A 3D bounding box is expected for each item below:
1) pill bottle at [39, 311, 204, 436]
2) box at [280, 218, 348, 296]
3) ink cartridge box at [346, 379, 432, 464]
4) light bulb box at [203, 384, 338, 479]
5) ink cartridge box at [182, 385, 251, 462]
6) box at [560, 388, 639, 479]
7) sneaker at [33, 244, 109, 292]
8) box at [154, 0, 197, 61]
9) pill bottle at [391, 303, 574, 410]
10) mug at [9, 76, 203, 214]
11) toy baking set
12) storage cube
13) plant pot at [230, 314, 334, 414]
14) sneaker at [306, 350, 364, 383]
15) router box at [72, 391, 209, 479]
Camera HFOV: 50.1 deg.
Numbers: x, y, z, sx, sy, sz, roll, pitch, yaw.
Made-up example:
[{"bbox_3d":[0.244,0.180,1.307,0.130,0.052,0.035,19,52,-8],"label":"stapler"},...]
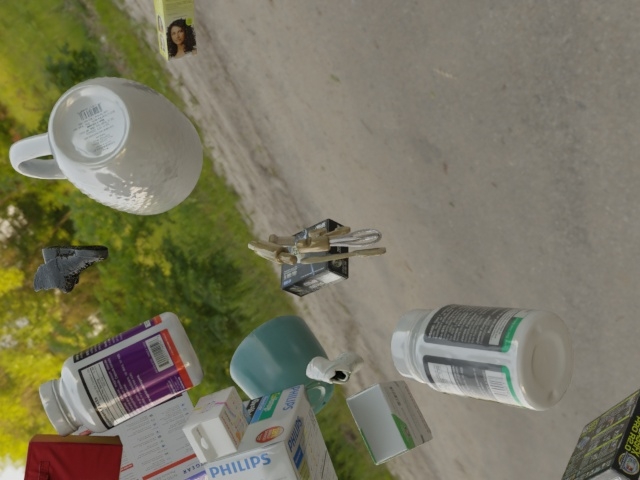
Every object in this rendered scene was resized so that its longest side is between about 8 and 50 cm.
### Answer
[{"bbox_3d":[-0.434,0.300,1.506,0.181,0.323,0.181,58,165,26],"label":"pill bottle"},{"bbox_3d":[-0.016,0.047,1.776,0.077,0.147,0.180,25,145,-38],"label":"box"},{"bbox_3d":[0.217,0.549,2.093,0.211,0.121,0.289,64,-164,19],"label":"ink cartridge box"},{"bbox_3d":[-0.109,0.637,1.824,0.358,0.225,0.361,-59,-49,-78],"label":"light bulb box"},{"bbox_3d":[-0.220,0.395,1.453,0.092,0.090,0.143,64,-166,-13],"label":"ink cartridge box"},{"bbox_3d":[0.630,0.464,1.502,0.060,0.216,0.270,34,147,12],"label":"box"},{"bbox_3d":[-0.457,0.055,1.257,0.170,0.051,0.089,1,99,22],"label":"sneaker"},{"bbox_3d":[-0.362,-0.569,1.699,0.058,0.087,0.232,46,148,37],"label":"box"},{"bbox_3d":[0.339,0.243,1.493,0.361,0.204,0.204,-1,130,51],"label":"pill bottle"},{"bbox_3d":[-0.474,-0.199,1.476,0.328,0.374,0.276,45,-146,-84],"label":"mug"},{"bbox_3d":[-0.007,0.002,1.191,0.256,0.197,0.030,20,122,62],"label":"toy baking set"},{"bbox_3d":[-0.544,0.528,1.501,0.193,0.183,0.215,7,168,-18],"label":"storage cube"},{"bbox_3d":[-0.096,0.419,2.117,0.235,0.293,0.293,45,165,37],"label":"plant pot"},{"bbox_3d":[0.041,0.252,1.319,0.061,0.053,0.152,22,-166,38],"label":"sneaker"},{"bbox_3d":[-0.495,0.589,1.927,0.301,0.335,0.082,56,155,35],"label":"router box"}]
